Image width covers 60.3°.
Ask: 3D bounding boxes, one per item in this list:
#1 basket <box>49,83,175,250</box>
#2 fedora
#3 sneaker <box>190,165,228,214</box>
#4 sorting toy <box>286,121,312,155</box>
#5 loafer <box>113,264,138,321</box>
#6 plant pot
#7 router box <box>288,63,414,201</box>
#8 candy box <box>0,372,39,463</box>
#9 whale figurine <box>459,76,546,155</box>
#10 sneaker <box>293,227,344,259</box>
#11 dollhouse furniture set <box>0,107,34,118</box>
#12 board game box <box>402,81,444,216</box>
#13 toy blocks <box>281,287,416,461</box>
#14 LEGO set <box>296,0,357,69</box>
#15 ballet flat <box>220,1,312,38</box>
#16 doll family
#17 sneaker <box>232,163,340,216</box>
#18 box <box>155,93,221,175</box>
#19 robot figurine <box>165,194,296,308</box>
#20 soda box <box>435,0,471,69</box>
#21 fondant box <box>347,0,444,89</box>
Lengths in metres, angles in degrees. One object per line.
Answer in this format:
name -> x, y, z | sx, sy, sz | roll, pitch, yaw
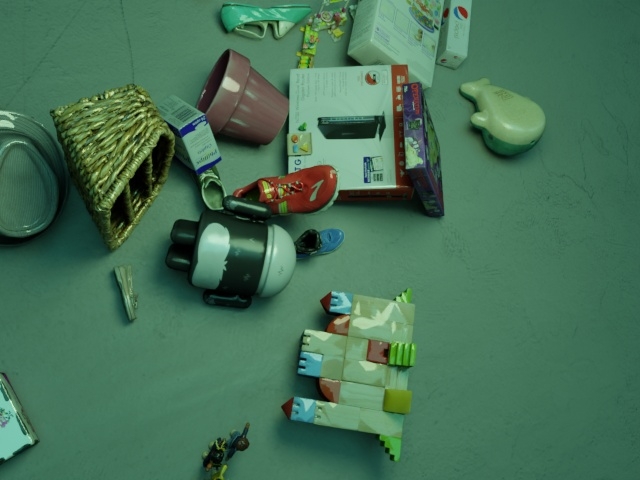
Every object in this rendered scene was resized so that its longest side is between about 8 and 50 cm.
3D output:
basket -> -0.388, -0.142, 1.132 | 0.213, 0.299, 0.223 | -26, 81, -23
fedora -> -0.608, -0.116, 1.087 | 0.243, 0.124, 0.276 | -3, 103, -45
sneaker -> -0.255, -0.135, 1.283 | 0.064, 0.086, 0.192 | -16, 79, -20
sorting toy -> -0.051, -0.245, 1.325 | 0.061, 0.012, 0.084 | -4, 74, 3
loafer -> -0.412, 0.110, 1.191 | 0.039, 0.045, 0.125 | -15, 77, -27
plant pot -> -0.182, -0.322, 1.314 | 0.180, 0.201, 0.202 | 24, 68, -27
router box -> 0.073, -0.265, 1.372 | 0.300, 0.082, 0.336 | -2, 74, 3
candy box -> -0.675, 0.372, 1.020 | 0.233, 0.071, 0.159 | -28, 84, -21
whale figurine -> 0.506, -0.351, 1.572 | 0.216, 0.141, 0.272 | -23, 58, -22
sneaker -> 0.000, 0.001, 1.323 | 0.152, 0.084, 0.058 | -16, 80, -21
dollhouse furniture set -> -0.746, -0.259, 1.171 | 0.183, 0.129, 0.129 | 14, 68, 19
board game box -> 0.255, -0.205, 1.341 | 0.056, 0.347, 0.209 | -1, 75, 19
toy blocks -> 0.061, 0.269, 1.234 | 0.260, 0.191, 0.382 | 10, 72, -2
LEGO set -> 0.017, -0.573, 1.480 | 0.132, 0.107, 0.287 | 45, 67, -1
ballet flat -> -0.141, -0.577, 1.459 | 0.247, 0.083, 0.087 | -7, 101, -19
doll family -> -0.205, 0.457, 1.117 | 0.075, 0.111, 0.193 | 23, 69, -9
sneaker -> -0.083, -0.103, 1.229 | 0.118, 0.278, 0.108 | 4, 75, -55
box -> -0.303, -0.236, 1.238 | 0.072, 0.137, 0.126 | -41, 55, -21
robot figurine -> -0.192, 0.029, 1.214 | 0.277, 0.209, 0.174 | 11, 55, -13
soda box -> 0.393, -0.621, 1.626 | 0.069, 0.074, 0.216 | 13, 71, -13
fondant box -> 0.215, -0.599, 1.512 | 0.238, 0.096, 0.331 | 25, 68, -34
